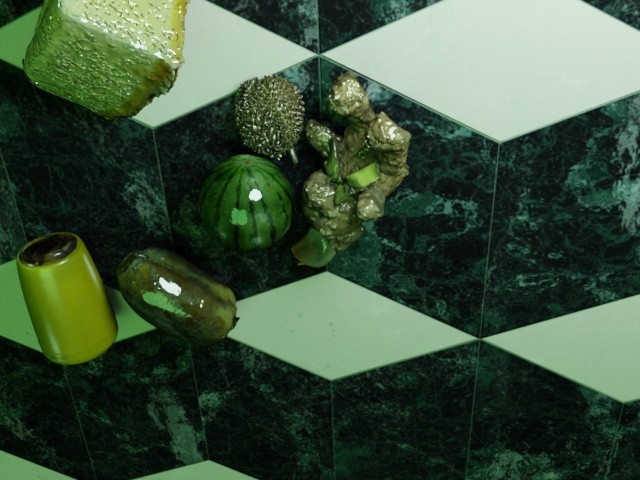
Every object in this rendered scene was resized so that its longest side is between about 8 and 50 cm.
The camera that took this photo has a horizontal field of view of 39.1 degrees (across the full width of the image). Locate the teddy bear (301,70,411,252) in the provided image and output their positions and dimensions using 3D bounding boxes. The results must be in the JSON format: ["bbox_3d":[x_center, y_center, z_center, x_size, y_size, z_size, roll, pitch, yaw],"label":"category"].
[{"bbox_3d":[0.040,-0.136,1.627,0.222,0.246,0.296,-37,156,0],"label":"teddy bear"}]

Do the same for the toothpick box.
[{"bbox_3d":[-0.552,0.117,1.950,0.174,0.175,0.272,-2,124,11],"label":"toothpick box"}]

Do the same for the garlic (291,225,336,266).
[{"bbox_3d":[0.000,0.006,1.832,0.084,0.066,0.152,31,128,-12],"label":"garlic"}]

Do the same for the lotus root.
[{"bbox_3d":[-0.309,0.124,1.924,0.274,0.152,0.160,34,134,-14],"label":"lotus root"}]

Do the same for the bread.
[{"bbox_3d":[-0.363,-0.385,1.558,0.248,0.279,0.315,17,168,-30],"label":"bread"}]

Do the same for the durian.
[{"bbox_3d":[-0.093,-0.210,1.667,0.148,0.091,0.189,-18,124,22],"label":"durian"}]

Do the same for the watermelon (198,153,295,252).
[{"bbox_3d":[-0.140,-0.060,1.728,0.187,0.188,0.215,5,130,6],"label":"watermelon"}]
